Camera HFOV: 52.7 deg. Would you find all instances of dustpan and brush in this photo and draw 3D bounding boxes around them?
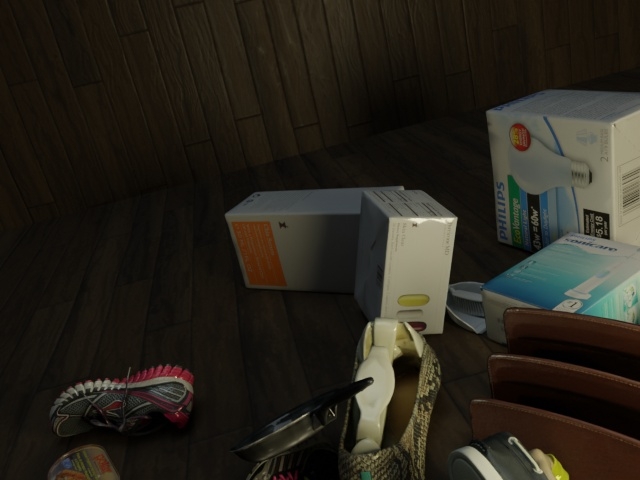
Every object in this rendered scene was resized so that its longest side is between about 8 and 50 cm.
[{"bbox_3d":[0.303,0.121,1.421,0.147,0.060,0.211,-29,27,-33],"label":"dustpan and brush"}]

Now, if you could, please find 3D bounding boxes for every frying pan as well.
[{"bbox_3d":[-0.002,0.262,0.989,0.326,0.053,0.197,-32,-8,28],"label":"frying pan"}]

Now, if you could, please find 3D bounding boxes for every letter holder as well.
[{"bbox_3d":[0.378,0.232,0.918,0.301,0.214,0.152,8,31,41],"label":"letter holder"}]

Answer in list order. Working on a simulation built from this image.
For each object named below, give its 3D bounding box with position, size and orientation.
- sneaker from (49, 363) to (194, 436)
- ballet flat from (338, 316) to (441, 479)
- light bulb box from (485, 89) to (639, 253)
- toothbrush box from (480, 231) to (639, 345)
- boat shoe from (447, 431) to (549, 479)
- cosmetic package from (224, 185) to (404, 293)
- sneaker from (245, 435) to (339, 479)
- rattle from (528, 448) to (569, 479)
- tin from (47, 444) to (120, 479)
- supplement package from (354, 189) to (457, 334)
[{"bbox_3d":[-0.392,0.330,1.256,0.299,0.121,0.112,-17,52,10],"label":"sneaker"},{"bbox_3d":[0.115,0.241,1.086,0.164,0.182,0.483,-8,23,15],"label":"ballet flat"},{"bbox_3d":[0.604,-0.151,1.512,0.225,0.358,0.361,-22,23,-24],"label":"light bulb box"},{"bbox_3d":[0.496,0.108,1.260,0.295,0.126,0.216,-27,25,-28],"label":"toothbrush box"},{"bbox_3d":[0.267,0.352,0.726,0.091,0.114,0.302,-17,57,-25],"label":"boat shoe"},{"bbox_3d":[0.000,0.000,1.660,0.453,0.230,0.161,0,26,30],"label":"cosmetic package"},{"bbox_3d":[-0.039,0.370,1.020,0.170,0.063,0.075,-19,17,-27],"label":"sneaker"},{"bbox_3d":[0.289,0.379,0.817,0.142,0.130,0.200,-24,49,2],"label":"rattle"},{"bbox_3d":[-0.410,0.426,1.131,0.106,0.040,0.189,-28,27,-24],"label":"tin"},{"bbox_3d":[0.174,0.043,1.383,0.145,0.262,0.204,-2,20,-12],"label":"supplement package"}]
